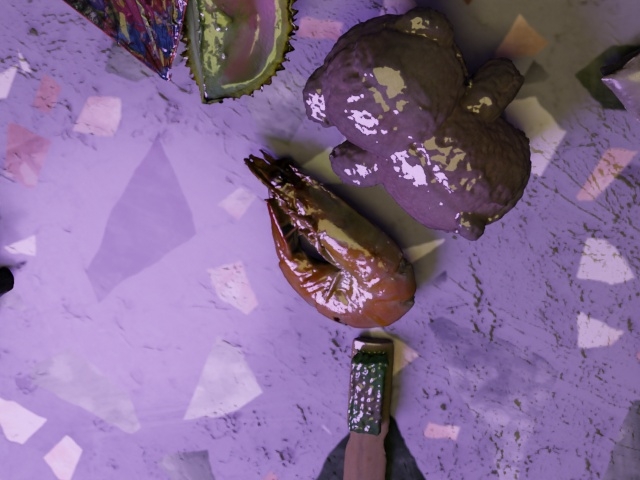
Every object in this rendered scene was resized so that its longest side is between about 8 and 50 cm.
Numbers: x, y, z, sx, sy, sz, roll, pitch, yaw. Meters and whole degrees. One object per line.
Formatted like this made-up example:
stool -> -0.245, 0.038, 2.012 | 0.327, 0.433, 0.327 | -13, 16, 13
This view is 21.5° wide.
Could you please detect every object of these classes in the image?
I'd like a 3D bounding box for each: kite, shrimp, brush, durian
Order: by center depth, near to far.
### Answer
durian -> -0.096, -0.265, 1.810 | 0.137, 0.095, 0.221 | -12, 116, -3
kite -> -0.206, -0.257, 1.814 | 0.232, 0.009, 0.189 | -12, 103, 43
shrimp -> 0.000, 0.000, 1.963 | 0.145, 0.061, 0.267 | -31, 112, 34
brush -> 0.057, 0.247, 2.100 | 0.054, 0.048, 0.282 | 8, 122, 9

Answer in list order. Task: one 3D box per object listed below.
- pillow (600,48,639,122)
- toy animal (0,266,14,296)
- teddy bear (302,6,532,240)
pillow -> 0.421, -0.128, 1.821 | 0.148, 0.050, 0.230 | -27, 114, 27
toy animal -> -0.440, 0.088, 2.091 | 0.117, 0.121, 0.210 | -22, 145, -27
teddy bear -> 0.110, -0.126, 1.816 | 0.236, 0.151, 0.267 | -33, 110, 22
